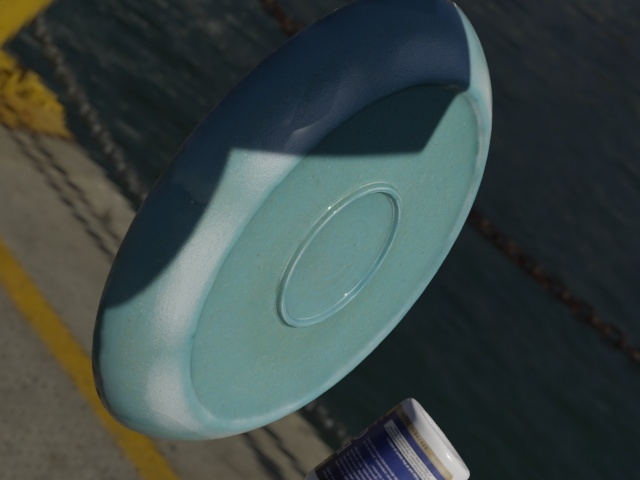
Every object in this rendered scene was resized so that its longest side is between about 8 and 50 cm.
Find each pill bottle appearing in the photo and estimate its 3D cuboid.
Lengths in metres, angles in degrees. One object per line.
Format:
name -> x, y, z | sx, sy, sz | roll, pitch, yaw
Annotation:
pill bottle -> 0.044, 0.230, 1.652 | 0.094, 0.169, 0.094 | 52, 2, -3

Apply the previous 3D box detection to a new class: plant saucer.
plant saucer -> 0.000, 0.000, 1.060 | 0.043, 0.317, 0.317 | 39, 16, 27
